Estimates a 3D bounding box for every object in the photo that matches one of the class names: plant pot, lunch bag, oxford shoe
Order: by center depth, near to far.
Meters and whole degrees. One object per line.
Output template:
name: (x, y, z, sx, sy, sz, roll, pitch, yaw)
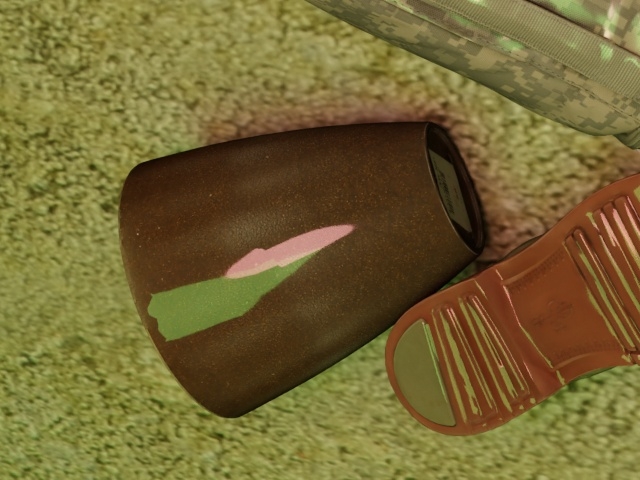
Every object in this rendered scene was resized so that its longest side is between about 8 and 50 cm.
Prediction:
lunch bag: (0.111, -0.203, 1.001, 0.305, 0.256, 0.212, 25, 128, -6)
oxford shoe: (0.229, 0.020, 1.174, 0.397, 0.146, 0.140, -21, 93, 36)
plant pot: (0.000, 0.000, 1.259, 0.230, 0.215, 0.215, -21, 106, 20)

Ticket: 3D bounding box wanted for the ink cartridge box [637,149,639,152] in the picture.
ink cartridge box: (0.282, -0.058, 1.172, 0.115, 0.029, 0.063, 43, 127, -1)
